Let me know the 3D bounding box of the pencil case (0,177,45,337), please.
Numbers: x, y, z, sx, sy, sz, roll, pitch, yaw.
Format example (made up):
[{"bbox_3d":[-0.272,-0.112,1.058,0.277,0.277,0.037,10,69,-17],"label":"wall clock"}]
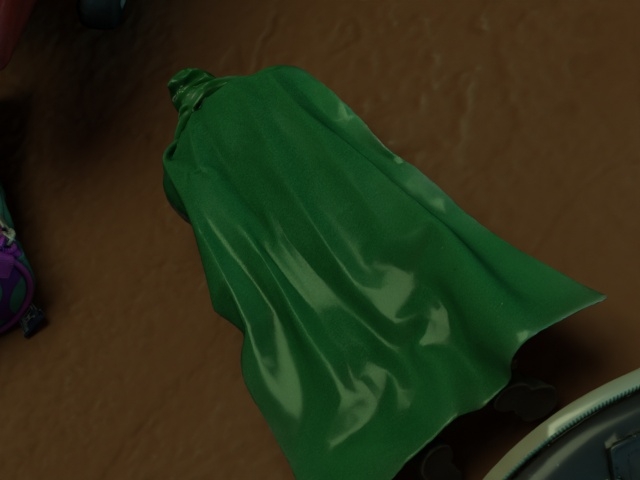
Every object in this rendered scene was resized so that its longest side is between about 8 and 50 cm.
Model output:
[{"bbox_3d":[-0.169,-0.024,0.891,0.070,0.064,0.151,-38,48,21],"label":"pencil case"}]

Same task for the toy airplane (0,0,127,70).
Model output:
[{"bbox_3d":[-0.127,-0.311,0.868,0.386,0.272,0.384,-35,80,-13],"label":"toy airplane"}]

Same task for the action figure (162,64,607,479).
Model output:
[{"bbox_3d":[0.000,0.000,0.786,0.137,0.063,0.232,-39,53,1],"label":"action figure"}]

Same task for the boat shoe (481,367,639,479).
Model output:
[{"bbox_3d":[0.128,0.081,0.657,0.206,0.075,0.065,-33,46,-3],"label":"boat shoe"}]
